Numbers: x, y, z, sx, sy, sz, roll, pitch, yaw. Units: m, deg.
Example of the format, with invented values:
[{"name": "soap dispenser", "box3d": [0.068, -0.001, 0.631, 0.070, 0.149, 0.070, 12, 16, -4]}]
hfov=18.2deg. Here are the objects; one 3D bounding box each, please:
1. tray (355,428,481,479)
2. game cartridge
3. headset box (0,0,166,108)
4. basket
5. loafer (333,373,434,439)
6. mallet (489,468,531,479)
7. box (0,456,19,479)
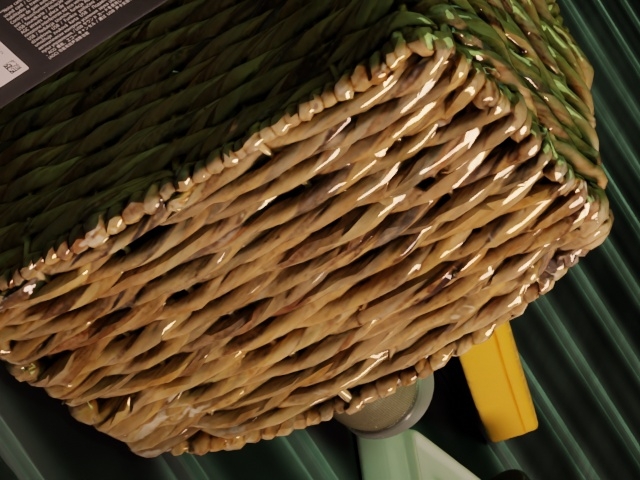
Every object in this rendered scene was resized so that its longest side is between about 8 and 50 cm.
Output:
[{"name": "tray", "box3d": [0.086, 0.228, 1.237, 0.145, 0.030, 0.270, 41, 30, -41]}, {"name": "game cartridge", "box3d": [0.074, -0.052, 1.392, 0.285, 0.052, 0.324, 65, 5, -63]}, {"name": "headset box", "box3d": [-0.169, -0.189, 0.956, 0.110, 0.218, 0.293, 44, 28, -34]}, {"name": "basket", "box3d": [-0.019, -0.056, 1.003, 0.213, 0.299, 0.223, 39, 30, -41]}, {"name": "loafer", "box3d": [0.000, 0.000, 1.244, 0.087, 0.094, 0.251, 19, 46, -63]}, {"name": "mallet", "box3d": [0.143, 0.231, 1.314, 0.062, 0.039, 0.190, 55, 15, -31]}, {"name": "box", "box3d": [-0.157, 0.198, 0.620, 0.163, 0.142, 0.247, 55, 24, -17]}]
